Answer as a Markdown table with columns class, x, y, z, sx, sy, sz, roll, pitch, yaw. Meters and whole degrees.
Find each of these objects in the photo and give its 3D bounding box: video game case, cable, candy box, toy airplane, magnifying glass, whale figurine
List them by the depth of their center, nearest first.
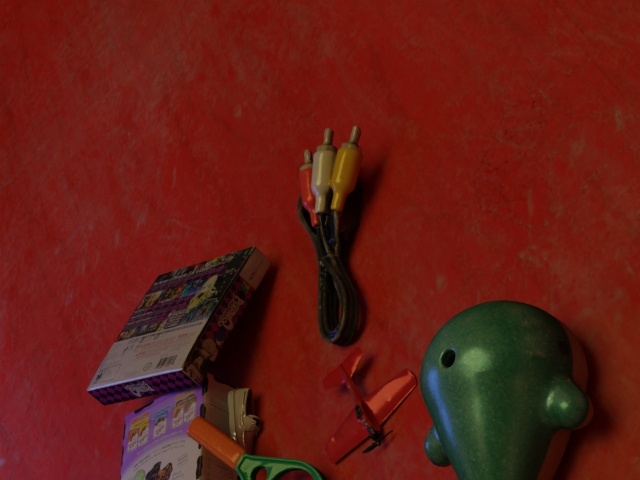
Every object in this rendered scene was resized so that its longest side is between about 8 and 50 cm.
| class | x | y | z | sx | sy | sz | roll | pitch | yaw |
| --- | --- | --- | --- | --- | --- | --- | --- | --- | --- |
| whale figurine | 0.174 | 0.188 | 1.753 | 0.216 | 0.141 | 0.272 | -21 | 52 | 42 |
| toy airplane | 0.047 | 0.185 | 2.013 | 0.151 | 0.028 | 0.151 | -29 | 46 | 35 |
| magnifying glass | -0.076 | 0.276 | 2.051 | 0.231 | 0.026 | 0.092 | 31 | 88 | 35 |
| cable | 0.000 | 0.000 | 2.160 | 0.139 | 0.072 | 0.287 | -26 | 48 | 47 |
| candy box | -0.179 | 0.291 | 2.188 | 0.165 | 0.070 | 0.196 | -29 | 46 | 37 |
| video game case | -0.189 | 0.115 | 2.283 | 0.232 | 0.042 | 0.210 | -17 | 36 | 49 |

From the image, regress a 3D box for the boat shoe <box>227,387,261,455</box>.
| class | x | y | z | sx | sy | sz | roll | pitch | yaw |
| --- | --- | --- | --- | --- | --- | --- | --- | --- | --- |
| boat shoe | -0.092 | 0.230 | 2.153 | 0.035 | 0.035 | 0.100 | -16 | 56 | 14 |
